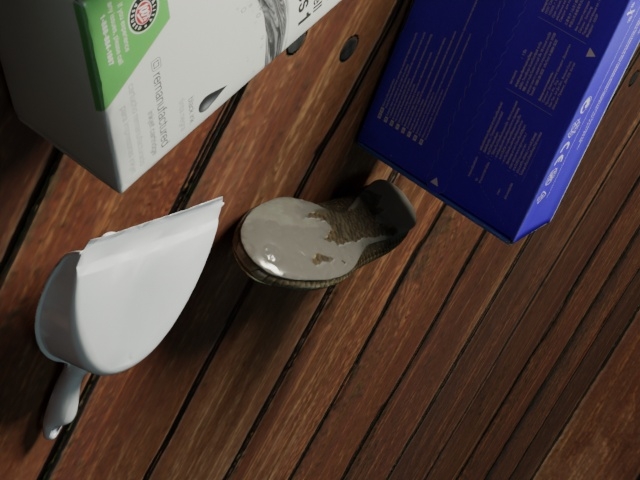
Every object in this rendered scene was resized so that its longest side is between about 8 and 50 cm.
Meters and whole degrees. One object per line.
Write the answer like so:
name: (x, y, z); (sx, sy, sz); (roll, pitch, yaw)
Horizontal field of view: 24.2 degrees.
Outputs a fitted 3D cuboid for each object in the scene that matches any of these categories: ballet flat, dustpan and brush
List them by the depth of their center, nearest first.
dustpan and brush: (-0.152, 0.063, 1.027); (0.147, 0.060, 0.211); (-22, 135, -52)
ballet flat: (0.000, 0.000, 1.220); (0.058, 0.084, 0.250); (-39, 172, 30)

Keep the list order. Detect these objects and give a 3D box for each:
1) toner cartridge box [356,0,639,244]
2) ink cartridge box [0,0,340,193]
toner cartridge box: (0.165, -0.185, 1.153); (0.075, 0.165, 0.348); (-25, 144, -51)
ink cartridge box: (-0.070, -0.159, 0.804); (0.219, 0.092, 0.160); (-44, 156, -24)
